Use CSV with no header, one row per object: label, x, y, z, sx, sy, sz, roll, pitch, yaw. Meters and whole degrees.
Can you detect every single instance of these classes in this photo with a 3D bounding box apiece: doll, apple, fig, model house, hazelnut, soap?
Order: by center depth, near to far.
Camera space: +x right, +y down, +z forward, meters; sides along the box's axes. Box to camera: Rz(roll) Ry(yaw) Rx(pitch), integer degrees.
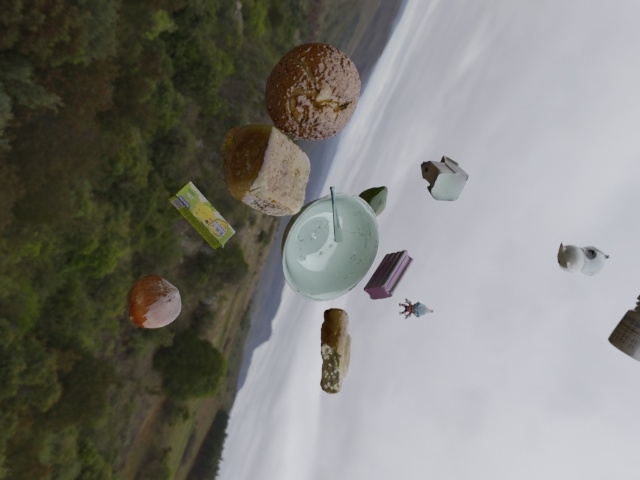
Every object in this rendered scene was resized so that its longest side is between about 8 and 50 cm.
model house,0.311,-0.166,1.418,0.100,0.101,0.087,58,-43,46
doll,0.299,0.213,1.682,0.039,0.114,0.057,107,-16,-50
apple,-0.258,-0.313,1.686,0.071,0.084,0.083,31,-80,57
hazelnut,-0.544,0.204,1.752,0.182,0.182,0.182,-157,-90,-88
doll,0.922,0.068,1.927,0.107,0.181,0.110,118,-29,-58
soap,0.262,0.131,2.077,0.122,0.065,0.203,-17,-150,52
fig,0.223,-0.165,2.231,0.156,0.123,0.123,-35,-155,46

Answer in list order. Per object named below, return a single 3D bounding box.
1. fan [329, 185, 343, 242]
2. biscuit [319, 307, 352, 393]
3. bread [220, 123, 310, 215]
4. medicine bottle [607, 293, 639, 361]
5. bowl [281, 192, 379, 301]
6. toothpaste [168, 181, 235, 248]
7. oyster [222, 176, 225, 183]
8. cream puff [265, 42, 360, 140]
fan,0.051,-0.088,1.836,0.016,0.038,0.193,-2,-81,47
biscuit,0.047,0.311,1.600,0.274,0.091,0.213,86,10,-50
bread,-0.146,-0.174,1.401,0.246,0.176,0.195,31,68,-58
medicine bottle,0.811,0.212,1.353,0.168,0.105,0.105,-60,-177,12
bowl,0.000,0.000,2.090,0.196,0.435,0.434,35,-76,52
toothpaste,-0.541,-0.113,2.476,0.077,0.327,0.110,-18,-151,48
oyster,-0.221,-0.189,1.824,0.132,0.209,0.072,-75,-169,-59
cream puff,-0.016,-0.425,1.599,0.303,0.303,0.212,-66,-149,32
